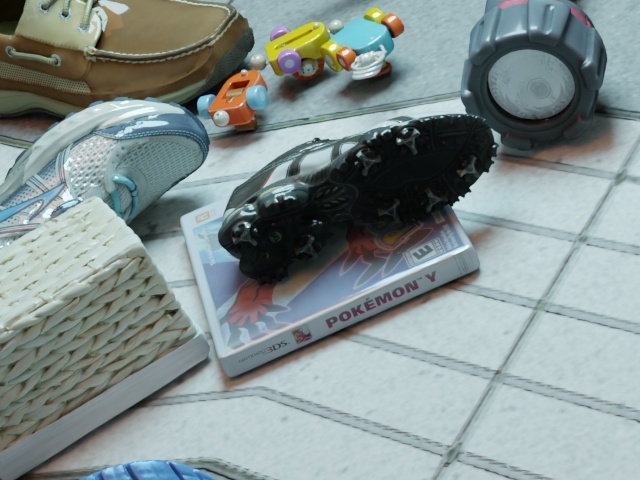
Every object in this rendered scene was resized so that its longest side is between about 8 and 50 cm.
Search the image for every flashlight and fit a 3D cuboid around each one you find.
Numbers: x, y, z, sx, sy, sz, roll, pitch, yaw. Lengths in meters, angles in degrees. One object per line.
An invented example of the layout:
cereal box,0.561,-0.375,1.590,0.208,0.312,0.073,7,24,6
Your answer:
flashlight,0.168,-0.188,1.449,0.103,0.103,0.304,10,38,6

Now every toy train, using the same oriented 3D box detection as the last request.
toy train,-0.008,-0.127,1.531,0.166,0.046,0.125,-10,35,28

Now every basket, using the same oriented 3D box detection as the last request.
basket,-0.179,0.061,1.305,0.167,0.103,0.113,-33,31,-12

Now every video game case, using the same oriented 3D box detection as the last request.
video game case,0.000,0.000,1.352,0.183,0.023,0.201,-24,31,1

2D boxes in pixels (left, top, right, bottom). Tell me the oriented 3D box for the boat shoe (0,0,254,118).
boat shoe,-0.212,-0.176,1.669,0.324,0.120,0.122,0,39,34

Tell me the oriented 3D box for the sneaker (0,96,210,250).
sneaker,-0.198,0.003,1.436,0.283,0.110,0.122,-30,49,-4

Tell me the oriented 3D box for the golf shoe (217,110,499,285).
golf shoe,0.020,-0.049,1.316,0.198,0.077,0.094,-21,30,3

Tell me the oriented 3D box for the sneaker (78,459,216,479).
sneaker,-0.135,0.179,1.128,0.188,0.078,0.067,-13,60,-7
